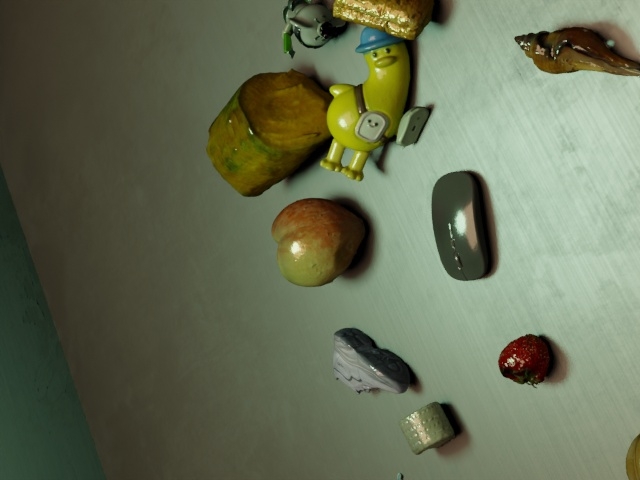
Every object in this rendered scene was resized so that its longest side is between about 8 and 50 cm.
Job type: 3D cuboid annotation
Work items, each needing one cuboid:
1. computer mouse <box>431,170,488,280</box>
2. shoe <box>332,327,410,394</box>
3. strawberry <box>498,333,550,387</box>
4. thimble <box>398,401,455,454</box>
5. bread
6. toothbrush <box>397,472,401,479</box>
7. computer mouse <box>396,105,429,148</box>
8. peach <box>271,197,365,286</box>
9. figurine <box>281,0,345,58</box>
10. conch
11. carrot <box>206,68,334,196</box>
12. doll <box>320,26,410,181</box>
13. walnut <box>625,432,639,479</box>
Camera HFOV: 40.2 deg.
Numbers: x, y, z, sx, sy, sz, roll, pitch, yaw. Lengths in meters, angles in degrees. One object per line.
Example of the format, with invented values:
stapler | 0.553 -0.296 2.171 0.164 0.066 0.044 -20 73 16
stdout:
computer mouse | 0.291 -0.029 1.835 0.120 0.057 0.232 -5 93 49
shoe | 0.112 0.318 2.088 0.245 0.095 0.138 33 125 44
strawberry | 0.405 0.235 1.737 0.106 0.106 0.106 12 107 47
thimble | 0.238 0.422 1.955 0.090 0.102 0.115 63 165 18
bread | 0.131 -0.496 1.838 0.211 0.114 0.083 20 144 21
toothbrush | 0.188 0.624 2.120 0.013 0.011 0.131 -143 53 -64
computer mouse | 0.194 -0.250 1.902 0.032 0.055 0.110 54 135 38
peach | 0.000 0.000 2.091 0.232 0.232 0.233 12 107 47
figurine | -0.024 -0.506 2.046 0.192 0.147 0.126 42 142 51
conch | 0.461 -0.341 1.567 0.232 0.086 0.080 5 61 36
carrot | -0.120 -0.273 2.116 0.340 0.241 0.242 -38 69 47
doll | 0.118 -0.312 1.935 0.199 0.145 0.363 22 110 1
walnut | 0.615 0.408 1.480 0.167 0.167 0.207 -43 68 44
